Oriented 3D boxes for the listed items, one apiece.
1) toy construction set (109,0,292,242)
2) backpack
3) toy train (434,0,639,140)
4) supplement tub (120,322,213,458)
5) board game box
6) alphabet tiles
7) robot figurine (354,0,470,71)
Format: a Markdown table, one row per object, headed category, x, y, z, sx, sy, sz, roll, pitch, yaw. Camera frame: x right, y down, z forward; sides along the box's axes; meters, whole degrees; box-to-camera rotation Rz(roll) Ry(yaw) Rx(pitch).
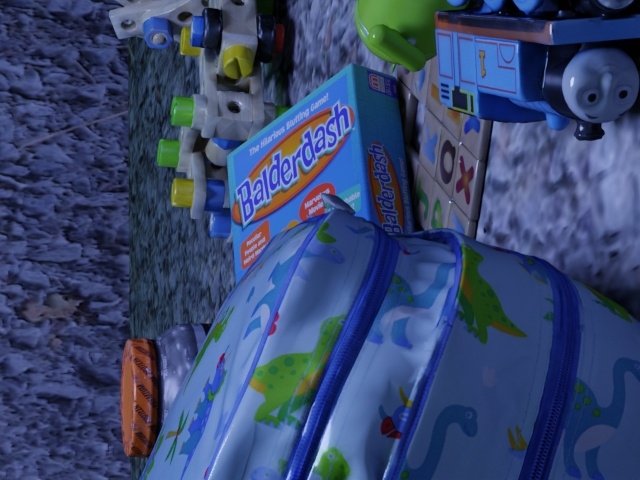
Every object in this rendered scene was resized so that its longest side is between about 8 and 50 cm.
| category | x | y | z | sx | sy | sz | roll | pitch | yaw |
| --- | --- | --- | --- | --- | --- | --- | --- | --- | --- |
| toy construction set | -0.111 | -0.179 | 1.594 | 0.215 | 0.151 | 0.328 | 107 | 149 | -49 |
| backpack | 0.026 | 0.118 | 0.787 | 0.290 | 0.273 | 0.355 | -61 | 24 | -12 |
| toy train | 0.113 | -0.109 | 0.781 | 0.184 | 0.080 | 0.105 | -147 | 50 | -72 |
| supplement tub | -0.057 | 0.123 | 1.212 | 0.117 | 0.190 | 0.117 | -178 | 90 | -77 |
| board game box | 0.000 | 0.000 | 1.128 | 0.160 | 0.047 | 0.210 | -33 | 53 | 43 |
| alphabet tiles | 0.083 | -0.121 | 1.039 | 0.198 | 0.009 | 0.237 | -120 | 33 | -65 |
| robot figurine | 0.060 | -0.156 | 0.974 | 0.115 | 0.067 | 0.101 | 114 | 163 | -59 |
